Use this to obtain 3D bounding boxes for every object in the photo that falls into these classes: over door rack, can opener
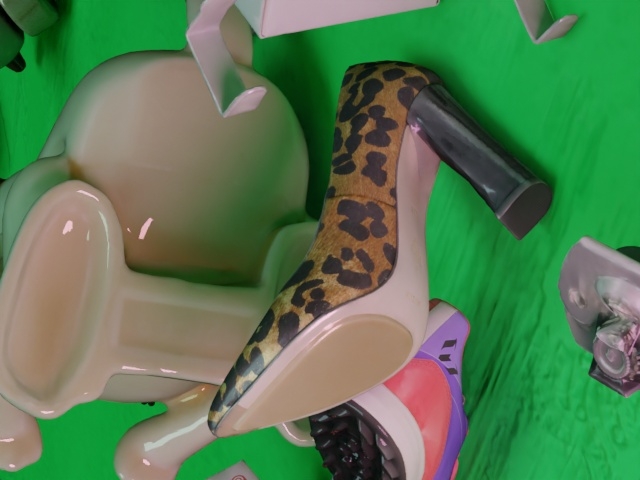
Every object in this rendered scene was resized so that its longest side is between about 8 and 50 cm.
[{"bbox_3d":[0.064,-0.218,0.928,0.108,0.239,0.324,60,149,25],"label":"over door rack"},{"bbox_3d":[0.239,0.070,0.928,0.283,0.095,0.076,30,136,39],"label":"can opener"}]

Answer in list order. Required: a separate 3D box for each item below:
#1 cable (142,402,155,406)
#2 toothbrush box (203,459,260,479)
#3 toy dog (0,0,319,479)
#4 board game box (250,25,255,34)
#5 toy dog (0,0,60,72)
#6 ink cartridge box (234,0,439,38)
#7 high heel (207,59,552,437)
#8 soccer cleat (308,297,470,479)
[{"bbox_3d":[-0.191,0.071,1.805,0.184,0.047,0.150,56,152,30],"label":"cable"},{"bbox_3d":[-0.040,0.356,1.489,0.206,0.122,0.283,42,153,48],"label":"toothbrush box"},{"bbox_3d":[-0.177,0.008,1.479,0.408,0.284,0.395,159,109,-65],"label":"toy dog"},{"bbox_3d":[-0.082,-0.199,1.474,0.090,0.020,0.090,-26,80,63],"label":"board game box"},{"bbox_3d":[-0.381,-0.285,1.875,0.161,0.220,0.334,53,-156,-74],"label":"toy dog"},{"bbox_3d":[-0.017,-0.227,1.197,0.191,0.139,0.082,56,146,35],"label":"ink cartridge box"},{"bbox_3d":[0.000,0.000,1.183,0.186,0.261,0.093,47,174,40],"label":"high heel"},{"bbox_3d":[0.060,0.162,1.307,0.108,0.116,0.318,34,154,23],"label":"soccer cleat"}]
